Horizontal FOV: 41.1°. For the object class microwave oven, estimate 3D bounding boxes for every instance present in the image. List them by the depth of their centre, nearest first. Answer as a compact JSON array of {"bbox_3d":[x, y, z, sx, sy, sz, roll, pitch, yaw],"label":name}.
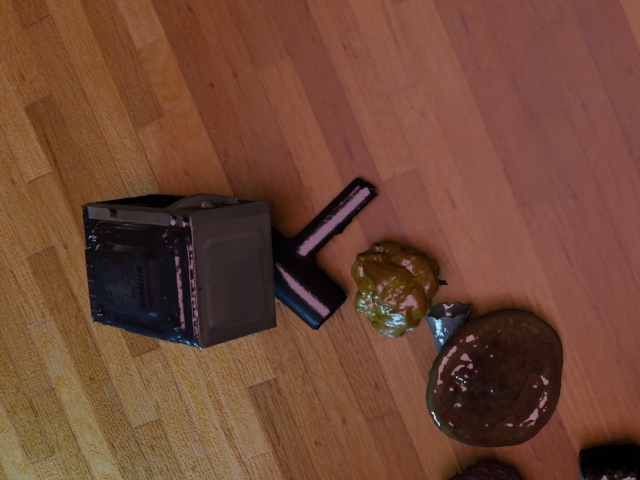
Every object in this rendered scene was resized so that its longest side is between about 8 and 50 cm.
[{"bbox_3d":[-0.238,0.041,1.373,0.295,0.181,0.237,6,102,42],"label":"microwave oven"}]

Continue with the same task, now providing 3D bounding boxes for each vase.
[{"bbox_3d":[0.213,0.182,1.386,0.081,0.081,0.148,-4,101,16],"label":"vase"}]

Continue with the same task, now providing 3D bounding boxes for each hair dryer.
[{"bbox_3d":[0.000,0.000,1.413,0.197,0.089,0.251,43,101,5],"label":"hair dryer"}]

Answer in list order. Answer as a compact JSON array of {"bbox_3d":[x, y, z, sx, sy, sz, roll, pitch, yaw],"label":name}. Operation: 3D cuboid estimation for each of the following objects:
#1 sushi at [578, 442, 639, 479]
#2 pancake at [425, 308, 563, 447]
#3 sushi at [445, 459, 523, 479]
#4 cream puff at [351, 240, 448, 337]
[{"bbox_3d":[0.477,0.429,1.329,0.127,0.124,0.225,-10,91,17],"label":"sushi"},{"bbox_3d":[0.285,0.228,1.345,0.242,0.050,0.241,-2,105,-7],"label":"pancake"},{"bbox_3d":[0.292,0.470,1.396,0.161,0.107,0.241,-37,96,19],"label":"sushi"},{"bbox_3d":[0.110,0.074,1.368,0.156,0.121,0.156,3,102,12],"label":"cream puff"}]
